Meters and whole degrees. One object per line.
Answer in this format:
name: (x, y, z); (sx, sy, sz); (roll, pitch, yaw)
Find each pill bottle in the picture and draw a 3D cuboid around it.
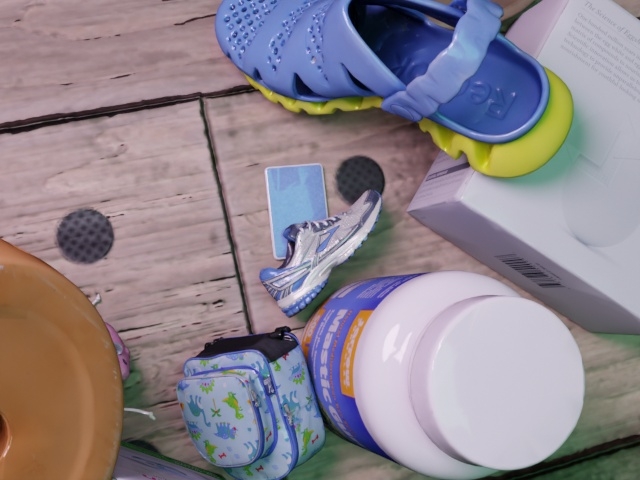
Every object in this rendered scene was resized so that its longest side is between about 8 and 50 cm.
pill bottle: (0.084, 0.100, 0.740); (0.152, 0.272, 0.153); (1, 85, -15)

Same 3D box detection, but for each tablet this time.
tablet: (-0.020, -0.026, 0.860); (0.054, 0.006, 0.083); (-6, 87, -15)

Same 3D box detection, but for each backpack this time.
backpack: (-0.058, 0.141, 0.785); (0.084, 0.105, 0.114); (-31, 104, -50)

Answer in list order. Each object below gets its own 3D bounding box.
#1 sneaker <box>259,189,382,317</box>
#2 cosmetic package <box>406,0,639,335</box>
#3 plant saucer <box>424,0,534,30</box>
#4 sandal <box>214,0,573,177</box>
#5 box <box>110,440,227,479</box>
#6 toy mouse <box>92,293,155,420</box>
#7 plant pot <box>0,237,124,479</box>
sneaker: (0.000, 0.000, 0.834); (0.058, 0.052, 0.135); (43, 77, -4)
cosmetic package: (0.238, -0.066, 0.863); (0.224, 0.138, 0.225); (33, 80, -10)
plant saucer: (0.108, -0.328, 0.899); (0.277, 0.041, 0.278); (1, 86, -14)
sandal: (0.043, -0.159, 0.762); (0.317, 0.138, 0.126); (19, 78, 28)
box: (-0.145, 0.294, 0.688); (0.126, 0.231, 0.262); (22, 81, -12)
toy mouse: (-0.193, 0.111, 0.754); (0.143, 0.031, 0.161); (17, 57, 22)
plant pot: (-0.256, 0.099, 0.569); (0.290, 0.203, 0.291); (-11, 104, -54)
